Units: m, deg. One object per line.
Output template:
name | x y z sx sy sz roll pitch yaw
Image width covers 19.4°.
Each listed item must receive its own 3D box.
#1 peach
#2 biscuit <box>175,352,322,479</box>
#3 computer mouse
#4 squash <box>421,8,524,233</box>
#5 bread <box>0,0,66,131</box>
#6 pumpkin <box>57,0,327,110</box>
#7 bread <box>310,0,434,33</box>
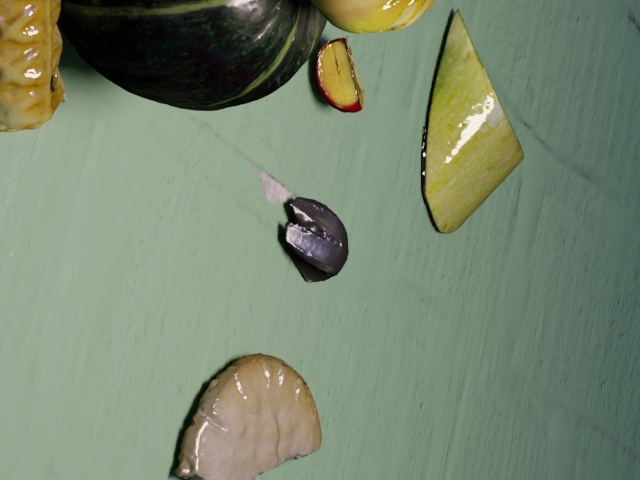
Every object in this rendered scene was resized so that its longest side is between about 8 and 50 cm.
peach | 0.020 -0.188 2.146 0.083 0.050 0.077 75 9 -48
biscuit | -0.071 0.193 2.039 0.290 0.038 0.141 -13 104 -60
computer mouse | 0.000 0.000 2.139 0.135 0.047 0.079 46 53 -51
squash | 0.180 -0.140 2.484 0.237 0.155 0.204 58 8 -45
bread | -0.252 -0.246 1.528 0.084 0.077 0.367 -19 134 -28
pumpkin | -0.109 -0.277 1.702 0.323 0.241 0.323 -2 90 -66
bread | 0.046 -0.279 1.629 0.213 0.104 0.213 25 61 -59
